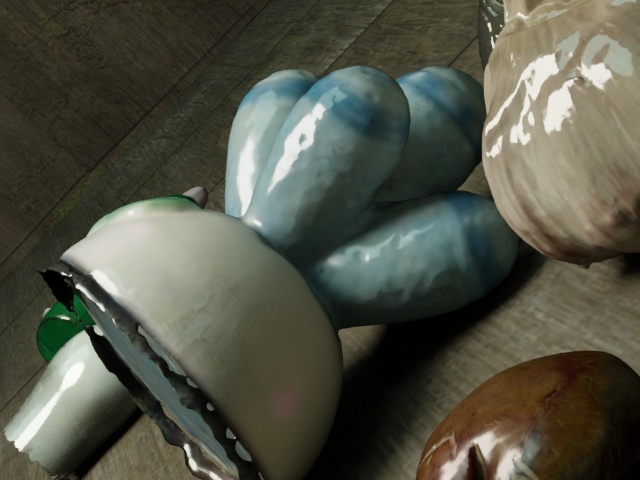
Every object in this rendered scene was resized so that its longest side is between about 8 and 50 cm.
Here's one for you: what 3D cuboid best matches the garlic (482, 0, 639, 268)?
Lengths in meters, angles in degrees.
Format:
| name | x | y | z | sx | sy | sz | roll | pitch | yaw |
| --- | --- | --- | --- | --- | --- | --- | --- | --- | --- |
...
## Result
| name | x | y | z | sx | sy | sz | roll | pitch | yaw |
| --- | --- | --- | --- | --- | --- | --- | --- | --- | --- |
| garlic | 0.158 | -0.111 | 0.852 | 0.218 | 0.212 | 0.218 | -43 | 9 | 8 |

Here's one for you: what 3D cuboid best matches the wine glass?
| name | x | y | z | sx | sy | sz | roll | pitch | yaw |
| --- | --- | --- | --- | --- | --- | --- | --- | --- | --- |
| wine glass | -0.210 | 0.127 | 1.438 | 0.222 | 0.103 | 0.103 | -49 | 15 | -10 |

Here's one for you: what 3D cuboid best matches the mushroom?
| name | x | y | z | sx | sy | sz | roll | pitch | yaw |
| --- | --- | --- | --- | --- | --- | --- | --- | --- | --- |
| mushroom | 0.092 | 0.115 | 0.689 | 0.135 | 0.080 | 0.170 | -47 | 8 | 38 |

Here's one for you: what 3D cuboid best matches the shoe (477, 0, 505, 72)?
| name | x | y | z | sx | sy | sz | roll | pitch | yaw |
| --- | --- | --- | --- | --- | --- | --- | --- | --- | --- |
| shoe | 0.232 | -0.257 | 1.203 | 0.109 | 0.149 | 0.293 | 38 | 124 | 42 |

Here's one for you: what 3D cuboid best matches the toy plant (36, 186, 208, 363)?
| name | x | y | z | sx | sy | sz | roll | pitch | yaw |
| --- | --- | --- | --- | --- | --- | --- | --- | --- | --- |
| toy plant | -0.208 | 0.051 | 1.586 | 0.243 | 0.112 | 0.232 | -49 | -2 | -20 |

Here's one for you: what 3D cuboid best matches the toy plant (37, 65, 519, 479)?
| name | x | y | z | sx | sy | sz | roll | pitch | yaw |
| --- | --- | --- | --- | --- | --- | --- | --- | --- | --- |
| toy plant | 0.000 | 0.000 | 1.021 | 0.332 | 0.247 | 0.247 | -43 | 13 | -15 |
